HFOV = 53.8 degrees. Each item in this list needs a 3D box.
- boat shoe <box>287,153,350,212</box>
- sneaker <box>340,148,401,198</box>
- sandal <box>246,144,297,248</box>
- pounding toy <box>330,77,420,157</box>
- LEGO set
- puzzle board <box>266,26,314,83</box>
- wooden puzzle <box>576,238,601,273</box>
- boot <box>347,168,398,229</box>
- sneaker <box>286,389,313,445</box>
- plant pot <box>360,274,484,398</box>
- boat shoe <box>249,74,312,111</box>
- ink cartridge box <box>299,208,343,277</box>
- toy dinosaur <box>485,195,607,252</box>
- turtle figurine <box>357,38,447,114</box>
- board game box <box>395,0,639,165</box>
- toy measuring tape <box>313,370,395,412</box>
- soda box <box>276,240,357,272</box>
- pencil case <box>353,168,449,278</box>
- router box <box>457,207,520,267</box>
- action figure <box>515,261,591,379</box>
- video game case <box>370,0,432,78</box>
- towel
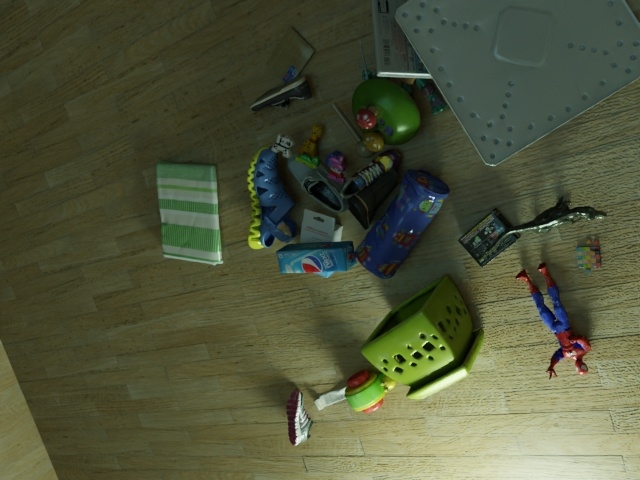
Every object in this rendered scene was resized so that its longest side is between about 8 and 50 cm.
[{"bbox_3d":[-0.008,-0.157,1.721,0.227,0.081,0.079,39,120,13],"label":"boat shoe"},{"bbox_3d":[0.130,-0.165,1.633,0.185,0.084,0.070,-42,83,35],"label":"sneaker"},{"bbox_3d":[-0.130,-0.116,1.798,0.138,0.126,0.318,12,120,22],"label":"sandal"},{"bbox_3d":[0.118,-0.276,1.529,0.183,0.110,0.236,50,148,-16],"label":"pounding toy"},{"bbox_3d":[-0.009,-0.249,1.682,0.227,0.087,0.093,26,123,17],"label":"LEGO set"},{"bbox_3d":[-0.081,-0.492,1.695,0.096,0.011,0.128,47,125,8],"label":"puzzle board"},{"bbox_3d":[0.617,0.037,1.452,0.049,0.006,0.083,-3,105,32],"label":"wooden puzzle"},{"bbox_3d":[0.145,-0.104,1.632,0.137,0.198,0.077,-40,82,-4],"label":"boot"},{"bbox_3d":[-0.063,0.565,2.023,0.063,0.074,0.171,-10,79,51],"label":"sneaker"},{"bbox_3d":[0.275,0.259,1.613,0.228,0.227,0.207,-38,91,34],"label":"plant pot"},{"bbox_3d":[-0.109,-0.381,1.713,0.206,0.075,0.065,-15,120,38],"label":"boat shoe"},{"bbox_3d":[0.000,0.000,1.783,0.104,0.061,0.182,19,116,24],"label":"ink cartridge box"},{"bbox_3d":[0.506,-0.042,1.424,0.268,0.118,0.064,-23,93,36],"label":"toy dinosaur"},{"bbox_3d":[0.200,-0.399,1.491,0.175,0.118,0.234,-7,120,51],"label":"turtle figurine"},{"bbox_3d":[0.417,-0.417,1.306,0.389,0.050,0.390,-32,89,11],"label":"board game box"},{"bbox_3d":[0.083,0.464,1.862,0.330,0.121,0.121,-29,90,35],"label":"toy measuring tape"},{"bbox_3d":[-0.012,0.046,1.725,0.210,0.071,0.067,-4,106,30],"label":"soda box"},{"bbox_3d":[0.204,-0.044,1.612,0.119,0.133,0.306,17,124,-20],"label":"pencil case"},{"bbox_3d":[0.412,-0.006,1.544,0.092,0.038,0.122,50,124,7],"label":"router box"},{"bbox_3d":[0.549,0.206,1.479,0.091,0.139,0.280,-28,93,36],"label":"action figure"},{"bbox_3d":[0.210,-0.460,1.397,0.023,0.193,0.213,130,138,-73],"label":"video game case"},{"bbox_3d":[-0.423,-0.089,2.031,0.247,0.038,0.325,8,108,28],"label":"towel"}]
